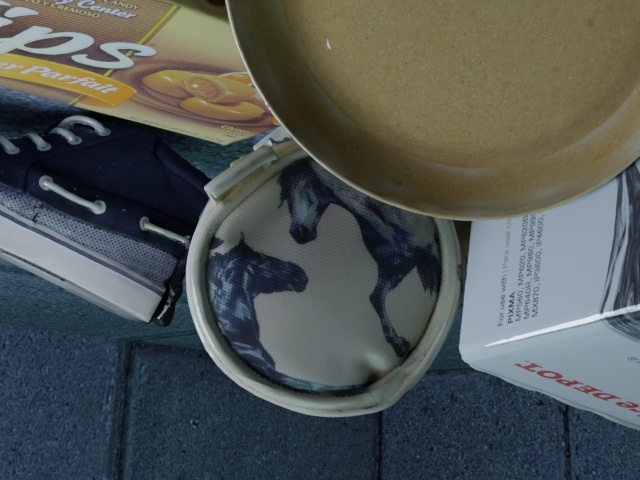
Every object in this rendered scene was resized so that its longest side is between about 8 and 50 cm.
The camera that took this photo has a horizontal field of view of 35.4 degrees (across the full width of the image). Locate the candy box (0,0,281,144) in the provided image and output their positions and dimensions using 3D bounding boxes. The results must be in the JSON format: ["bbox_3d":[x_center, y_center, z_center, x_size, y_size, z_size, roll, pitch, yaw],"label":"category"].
[{"bbox_3d":[-0.127,-0.144,0.586,0.316,0.087,0.183,12,163,-40],"label":"candy box"}]

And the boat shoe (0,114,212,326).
[{"bbox_3d":[-0.258,-0.061,0.907,0.340,0.158,0.127,31,165,-24],"label":"boat shoe"}]

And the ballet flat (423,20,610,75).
[{"bbox_3d":[0.273,-0.103,0.526,0.483,0.164,0.182,-2,129,21],"label":"ballet flat"}]

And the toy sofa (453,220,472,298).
[{"bbox_3d":[0.165,-0.016,0.979,0.177,0.150,0.362,6,166,-16],"label":"toy sofa"}]

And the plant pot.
[{"bbox_3d":[0.065,-0.122,0.480,0.236,0.236,0.032,-6,-155,28],"label":"plant pot"}]

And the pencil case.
[{"bbox_3d":[0.000,0.000,0.739,0.183,0.160,0.410,44,-176,-4],"label":"pencil case"}]

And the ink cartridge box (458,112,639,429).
[{"bbox_3d":[0.232,0.014,0.504,0.197,0.114,0.273,23,153,-29],"label":"ink cartridge box"}]
